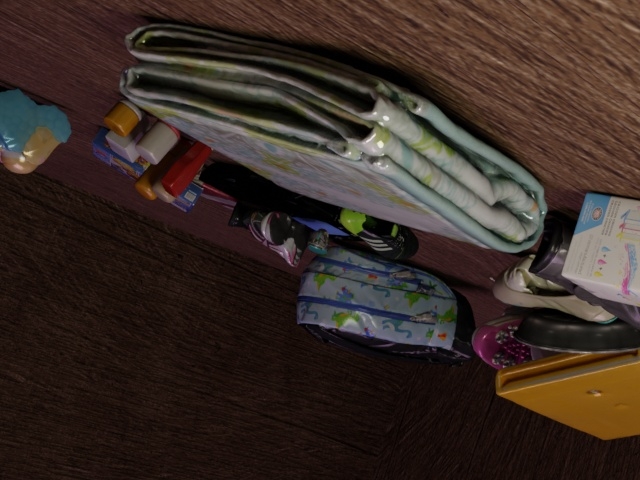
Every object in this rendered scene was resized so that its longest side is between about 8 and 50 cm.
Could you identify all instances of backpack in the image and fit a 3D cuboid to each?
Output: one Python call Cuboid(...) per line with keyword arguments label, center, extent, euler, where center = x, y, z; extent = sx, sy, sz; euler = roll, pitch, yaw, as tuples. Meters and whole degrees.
Cuboid(label="backpack", center=(0.122, 0.144, 2.435), extent=(0.355, 0.273, 0.290), euler=(-2, -178, -14))

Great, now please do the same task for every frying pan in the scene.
Cuboid(label="frying pan", center=(0.445, 0.128, 1.688), extent=(0.326, 0.053, 0.197), euler=(-3, -172, -14))

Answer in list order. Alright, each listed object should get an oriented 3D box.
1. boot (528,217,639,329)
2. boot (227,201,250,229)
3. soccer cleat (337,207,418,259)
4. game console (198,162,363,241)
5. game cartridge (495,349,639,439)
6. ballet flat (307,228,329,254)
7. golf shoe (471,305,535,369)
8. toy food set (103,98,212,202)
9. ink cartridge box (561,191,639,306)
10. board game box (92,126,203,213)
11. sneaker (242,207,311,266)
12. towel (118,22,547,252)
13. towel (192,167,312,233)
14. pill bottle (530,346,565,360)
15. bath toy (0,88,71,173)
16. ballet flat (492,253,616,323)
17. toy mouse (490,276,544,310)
Cuboid(label="boot", center=(0.349, 0.045, 1.264), extent=(0.223, 0.118, 0.338), euler=(24, 170, 0))
Cuboid(label="boot", center=(-0.108, -0.029, 1.982), extent=(0.099, 0.045, 0.121), euler=(23, -178, -2))
Cuboid(label="soccer cleat", center=(0.104, -0.011, 1.795), extent=(0.179, 0.060, 0.072), euler=(28, 169, -41))
Cuboid(label="game console", center=(-0.028, -0.050, 1.932), extent=(0.213, 0.044, 0.361), euler=(15, 174, 34))
Cuboid(label="game cartridge", center=(0.503, 0.255, 1.912), extent=(0.323, 0.053, 0.285), euler=(25, 147, -38))
Cuboid(label="ballet flat", center=(0.000, 0.000, 1.919), extent=(0.041, 0.041, 0.114), euler=(19, 175, 2))
Cuboid(label="golf shoe", center=(0.387, 0.183, 2.232), extent=(0.306, 0.115, 0.140), euler=(2, -161, -40))
Cuboid(label="toy food set", center=(-0.220, -0.138, 1.622), extent=(0.111, 0.104, 0.232), euler=(31, 161, 21))
Cuboid(label="ink cartridge box", center=(0.330, 0.017, 1.119), extent=(0.143, 0.092, 0.090), euler=(12, 170, 43))
Cuboid(label="board game box", center=(-0.302, -0.119, 1.986), extent=(0.201, 0.035, 0.136), euler=(32, 170, -7))
Cuboid(label="sneaker", center=(-0.075, -0.016, 1.919), extent=(0.077, 0.072, 0.178), euler=(22, 165, 25))
Cuboid(label="towel", center=(0.022, -0.095, 1.123), extent=(0.320, 0.090, 0.374), euler=(19, 175, 32))
Cuboid(label="towel", center=(-0.161, -0.081, 2.131), extent=(0.329, 0.037, 0.237), euler=(25, 174, -33))
Cuboid(label="pill bottle", center=(0.521, 0.208, 2.032), extent=(0.272, 0.152, 0.152), euler=(22, 174, -29))
Cuboid(label="bath toy", center=(-0.549, -0.191, 1.949), extent=(0.129, 0.151, 0.348), euler=(-28, -160, -29))
Cuboid(label="ballet flat", center=(0.332, 0.056, 1.655), extent=(0.086, 0.086, 0.248), euler=(23, 172, -37))
Cuboid(label="toy mouse", center=(0.391, 0.116, 2.192), extent=(0.161, 0.031, 0.143), euler=(18, 174, 5))
